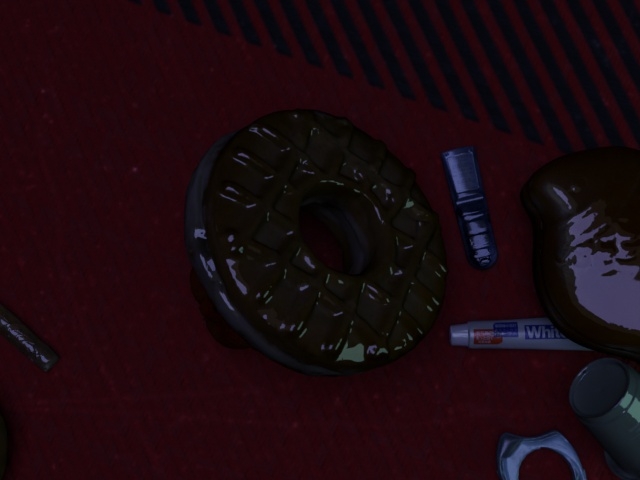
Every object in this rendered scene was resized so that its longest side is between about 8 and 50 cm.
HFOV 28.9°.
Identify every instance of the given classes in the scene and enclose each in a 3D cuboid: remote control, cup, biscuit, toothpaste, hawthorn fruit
[{"bbox_3d":[0.185,-0.039,1.511,0.044,0.027,0.152,-14,79,7],"label":"remote control"},{"bbox_3d":[0.348,0.201,1.395,0.141,0.120,0.120,39,86,-34],"label":"cup"},{"bbox_3d":[0.000,0.000,1.401,0.332,0.103,0.332,16,58,-28],"label":"biscuit"},{"bbox_3d":[0.264,0.110,1.483,0.218,0.033,0.052,-1,80,0],"label":"toothpaste"},{"bbox_3d":[-0.081,0.057,1.469,0.138,0.133,0.132,-23,81,-2],"label":"hawthorn fruit"}]

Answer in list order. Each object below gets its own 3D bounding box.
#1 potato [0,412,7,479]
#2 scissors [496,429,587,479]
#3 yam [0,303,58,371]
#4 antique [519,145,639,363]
[{"bbox_3d":[-0.443,0.250,1.480,0.137,0.137,0.175,-14,83,3],"label":"potato"},{"bbox_3d":[0.319,0.382,1.440,0.360,0.029,0.191,40,86,9],"label":"scissors"},{"bbox_3d":[-0.387,0.107,1.541,0.145,0.032,0.032,39,87,8],"label":"yam"},{"bbox_3d":[0.348,0.021,1.427,0.223,0.129,0.278,-40,79,-9],"label":"antique"}]
